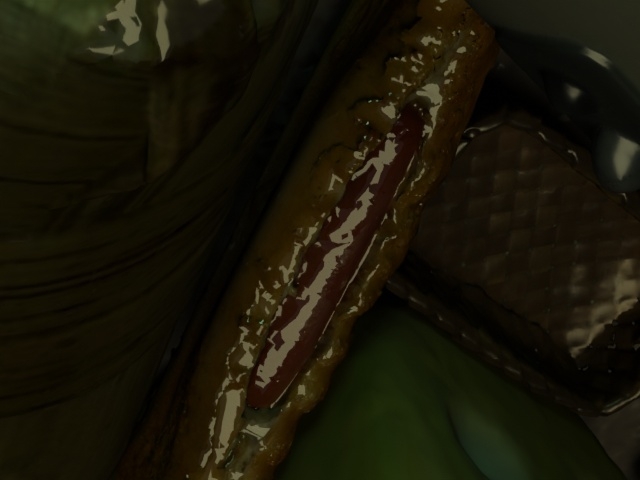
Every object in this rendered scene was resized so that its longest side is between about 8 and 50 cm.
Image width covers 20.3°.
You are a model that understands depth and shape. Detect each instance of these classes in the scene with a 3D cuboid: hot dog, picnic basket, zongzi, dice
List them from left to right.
[{"bbox_3d":[-0.264,-0.063,0.682,0.467,0.218,0.500,26,138,0],"label":"zongzi"},{"bbox_3d":[0.000,0.000,0.754,0.068,0.083,0.289,23,101,-21],"label":"hot dog"},{"bbox_3d":[0.022,0.182,0.864,0.238,0.227,0.233,-40,127,20],"label":"dice"},{"bbox_3d":[0.102,0.004,0.844,0.110,0.055,0.193,-45,126,13],"label":"picnic basket"}]

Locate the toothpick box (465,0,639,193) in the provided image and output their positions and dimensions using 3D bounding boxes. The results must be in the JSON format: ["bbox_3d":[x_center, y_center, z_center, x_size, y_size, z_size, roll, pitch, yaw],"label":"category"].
[{"bbox_3d":[0.166,-0.106,0.665,0.229,0.229,0.316,-36,128,17],"label":"toothpick box"}]
